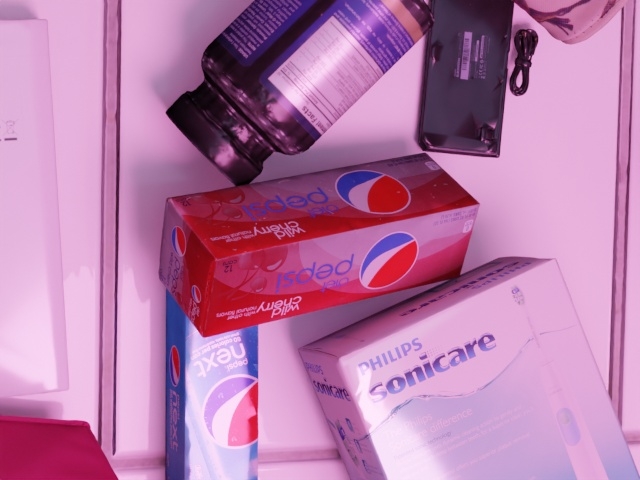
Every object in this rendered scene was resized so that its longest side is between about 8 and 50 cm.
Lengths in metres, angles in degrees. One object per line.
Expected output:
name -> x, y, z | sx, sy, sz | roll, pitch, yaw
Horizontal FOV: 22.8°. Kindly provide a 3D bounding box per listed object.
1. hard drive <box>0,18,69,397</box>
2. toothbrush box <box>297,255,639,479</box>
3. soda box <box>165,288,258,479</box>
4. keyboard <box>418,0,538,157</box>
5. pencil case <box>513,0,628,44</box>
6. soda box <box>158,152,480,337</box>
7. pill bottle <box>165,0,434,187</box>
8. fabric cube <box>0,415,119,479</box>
hard drive -> -0.315, -0.022, 1.290 | 0.203, 0.040, 0.307 | -4, 96, -19
toothbrush box -> 0.142, 0.187, 1.377 | 0.216, 0.126, 0.295 | -25, 98, -16
soda box -> -0.094, 0.145, 1.365 | 0.067, 0.071, 0.210 | -2, 94, -19
keyboard -> 0.147, -0.167, 1.457 | 0.108, 0.023, 0.180 | 5, 93, -14
pencil case -> 0.128, -0.361, 1.345 | 0.410, 0.160, 0.183 | 40, 111, -14
soda box -> 0.000, 0.000, 1.339 | 0.263, 0.092, 0.083 | -12, 132, -30
pill bottle -> -0.021, -0.151, 1.334 | 0.219, 0.123, 0.123 | -44, 107, 2
fabric cube -> -0.287, 0.285, 1.178 | 0.259, 0.258, 0.254 | 7, 105, -23
